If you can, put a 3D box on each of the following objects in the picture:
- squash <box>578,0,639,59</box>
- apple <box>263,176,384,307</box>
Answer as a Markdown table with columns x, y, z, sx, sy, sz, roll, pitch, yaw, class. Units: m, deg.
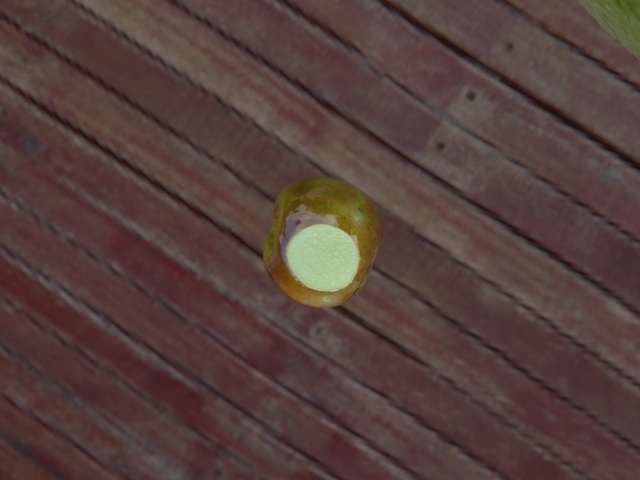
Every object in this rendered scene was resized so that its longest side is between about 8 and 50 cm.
| x | y | z | sx | sy | sz | roll | pitch | yaw | class |
| --- | --- | --- | --- | --- | --- | --- | --- | --- | --- |
| 0.162 | -0.110 | 0.348 | 0.189 | 0.260 | 0.189 | 0 | 105 | -2 | squash |
| 0.000 | 0.000 | 1.221 | 0.102 | 0.099 | 0.114 | 25 | 109 | -5 | apple |
